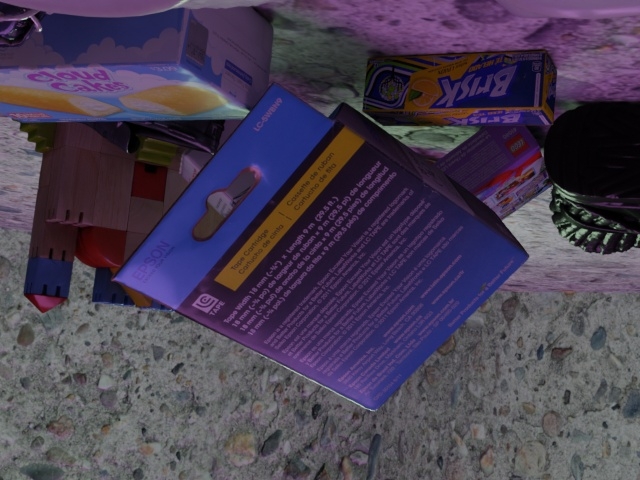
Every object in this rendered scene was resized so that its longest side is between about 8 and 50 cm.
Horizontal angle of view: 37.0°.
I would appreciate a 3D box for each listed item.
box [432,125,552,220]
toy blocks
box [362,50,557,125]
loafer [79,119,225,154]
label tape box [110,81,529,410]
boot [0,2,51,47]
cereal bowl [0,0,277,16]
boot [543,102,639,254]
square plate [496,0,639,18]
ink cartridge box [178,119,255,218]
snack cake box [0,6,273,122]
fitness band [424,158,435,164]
[{"bbox_3d":[0.130,-0.022,1.120,0.293,0.057,0.201,-36,163,10],"label":"box"},{"bbox_3d":[-0.240,-0.016,1.323,0.381,0.260,0.191,10,172,-33],"label":"toy blocks"},{"bbox_3d":[0.128,-0.137,0.881,0.169,0.054,0.059,2,172,25],"label":"box"},{"bbox_3d":[-0.218,-0.137,1.068,0.223,0.078,0.076,5,173,4],"label":"loafer"},{"bbox_3d":[0.000,0.000,0.932,0.334,0.240,0.106,32,-160,-30],"label":"label tape box"},{"bbox_3d":[-0.192,-0.181,0.663,0.190,0.086,0.069,0,171,39],"label":"boot"},{"bbox_3d":[-0.090,-0.169,0.294,0.339,0.141,0.339,10,167,2],"label":"cereal bowl"},{"bbox_3d":[0.412,-0.048,1.028,0.348,0.131,0.260,14,170,22],"label":"boot"},{"bbox_3d":[0.188,-0.185,0.472,0.347,0.049,0.344,2,171,33],"label":"square plate"},{"bbox_3d":[-0.073,-0.052,1.200,0.208,0.087,0.153,44,169,-4],"label":"ink cartridge box"},{"bbox_3d":[-0.191,-0.162,0.808,0.264,0.089,0.152,3,173,23],"label":"snack cake box"},{"bbox_3d":[0.062,-0.027,1.376,0.291,0.054,0.209,-23,139,25],"label":"fitness band"}]
